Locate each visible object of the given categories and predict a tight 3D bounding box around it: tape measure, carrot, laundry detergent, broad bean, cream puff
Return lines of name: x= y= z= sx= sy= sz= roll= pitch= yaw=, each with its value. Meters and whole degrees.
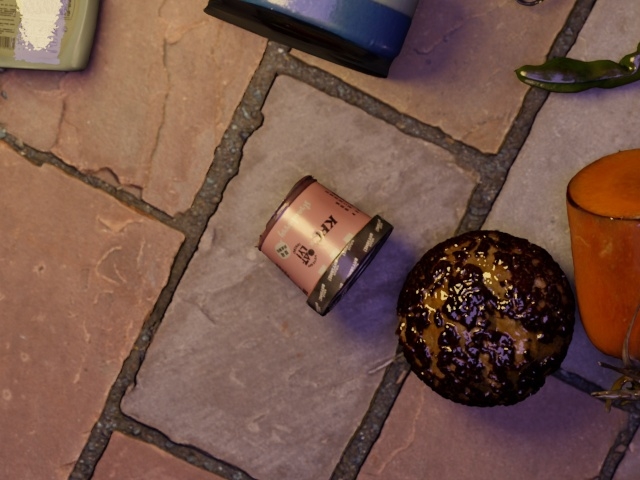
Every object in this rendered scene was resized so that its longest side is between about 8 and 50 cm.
tape measure: x=-0.007 y=-0.317 z=1.641 sx=0.259 sy=0.262 sz=0.138 roll=19 pitch=89 yaw=-2
carrot: x=0.424 y=0.060 z=1.686 sx=0.193 sy=0.214 sz=0.331 roll=-7 pitch=100 yaw=4
laundry detergent: x=-0.393 y=-0.364 z=1.723 sx=0.215 sy=0.105 sz=0.280 roll=4 pitch=99 yaw=5
broad bean: x=0.354 y=-0.222 z=1.731 sx=0.195 sy=0.046 sz=0.061 roll=-17 pitch=85 yaw=0
cream puff: x=0.216 y=0.104 z=1.723 sx=0.239 sy=0.165 sz=0.239 roll=1 pitch=101 yaw=3

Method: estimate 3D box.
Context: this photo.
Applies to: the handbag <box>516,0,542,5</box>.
handbag: x=0.276 y=-0.372 z=1.704 sx=0.115 sy=0.072 sz=0.139 roll=3 pitch=102 yaw=-1

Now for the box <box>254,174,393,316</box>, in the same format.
box: x=0.000 y=0.000 z=1.735 sx=0.135 sy=0.151 sz=0.151 roll=40 pitch=98 yaw=7
